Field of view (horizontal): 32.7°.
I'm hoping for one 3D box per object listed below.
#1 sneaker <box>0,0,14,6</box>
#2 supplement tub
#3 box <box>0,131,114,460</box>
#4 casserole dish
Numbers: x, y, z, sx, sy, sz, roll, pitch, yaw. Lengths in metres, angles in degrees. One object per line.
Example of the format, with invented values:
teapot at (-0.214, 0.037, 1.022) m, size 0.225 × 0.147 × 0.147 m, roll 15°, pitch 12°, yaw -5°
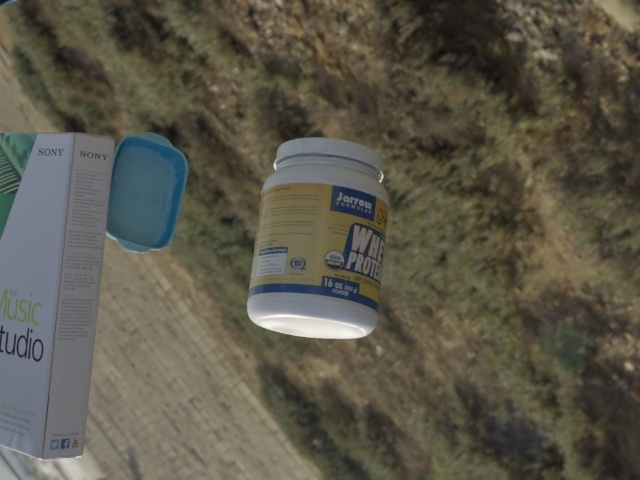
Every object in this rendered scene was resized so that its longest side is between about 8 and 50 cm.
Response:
sneaker at (-0.258, -0.298, 1.078) m, size 0.069 × 0.209 × 0.082 m, roll 49°, pitch -167°, yaw -38°
supplement tub at (0.000, 0.000, 1.211) m, size 0.144 × 0.199 × 0.144 m, roll 6°, pitch 166°, yaw 2°
box at (-0.320, 0.046, 1.137) m, size 0.232 × 0.058 × 0.321 m, roll 5°, pitch 88°, yaw 42°
casserole dish at (-0.260, -0.067, 1.590) m, size 0.114 × 0.188 × 0.037 m, roll 18°, pitch 156°, yaw -23°
